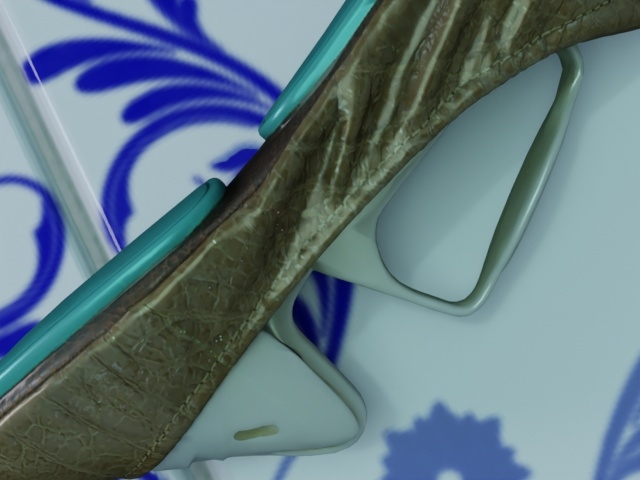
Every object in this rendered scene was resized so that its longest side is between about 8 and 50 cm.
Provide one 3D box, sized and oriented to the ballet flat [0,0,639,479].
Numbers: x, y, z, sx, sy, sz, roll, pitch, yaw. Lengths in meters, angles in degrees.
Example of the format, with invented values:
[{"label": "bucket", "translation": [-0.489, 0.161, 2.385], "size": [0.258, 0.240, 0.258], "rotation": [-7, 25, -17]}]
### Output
[{"label": "ballet flat", "translation": [0.000, 0.000, 0.562], "size": [0.124, 0.116, 0.342], "rotation": [42, 90, -6]}]
